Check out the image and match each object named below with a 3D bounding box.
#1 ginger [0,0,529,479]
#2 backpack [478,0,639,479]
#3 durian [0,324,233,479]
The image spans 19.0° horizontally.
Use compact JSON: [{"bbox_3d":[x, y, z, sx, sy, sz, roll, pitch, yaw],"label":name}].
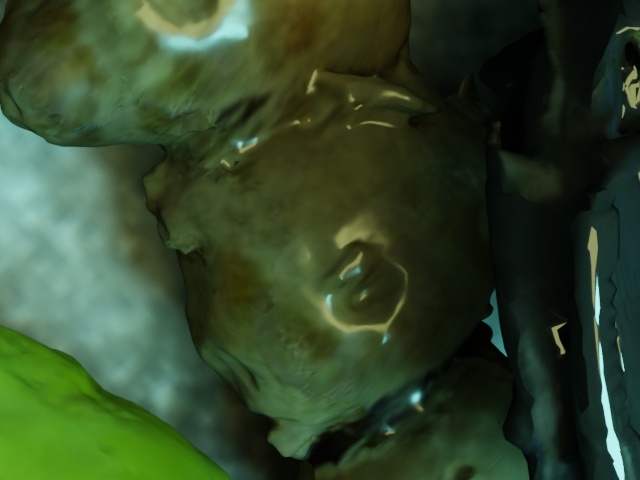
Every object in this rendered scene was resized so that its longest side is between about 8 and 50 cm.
[{"bbox_3d":[0.000,0.000,0.454,0.104,0.080,0.204,-33,103,-20],"label":"ginger"},{"bbox_3d":[0.112,-0.017,0.438,0.258,0.133,0.206,-41,117,-56],"label":"backpack"},{"bbox_3d":[-0.050,0.126,0.419,0.139,0.101,0.250,-10,93,-57],"label":"durian"}]
